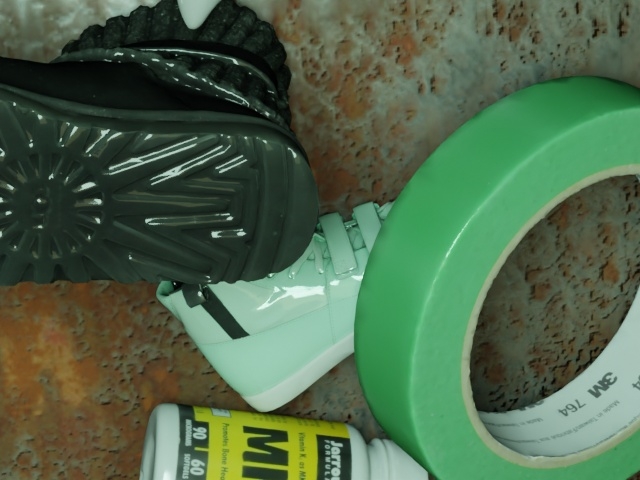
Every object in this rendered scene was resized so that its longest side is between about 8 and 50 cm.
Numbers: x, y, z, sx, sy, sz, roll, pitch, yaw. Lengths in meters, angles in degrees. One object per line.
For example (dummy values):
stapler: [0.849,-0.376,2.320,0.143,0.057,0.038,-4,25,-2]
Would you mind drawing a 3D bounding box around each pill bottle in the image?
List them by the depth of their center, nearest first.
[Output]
pill bottle: [-0.031,0.193,1.179,0.208,0.119,0.119,7,107,-12]

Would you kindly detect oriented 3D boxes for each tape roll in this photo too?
tape roll: [0.179,0.044,1.125,0.321,0.077,0.321,-15,119,-28]

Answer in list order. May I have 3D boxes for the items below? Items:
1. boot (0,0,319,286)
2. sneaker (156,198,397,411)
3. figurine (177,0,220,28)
boot: [-0.175,-0.081,0.992,0.347,0.260,0.131,9,117,-15]
sneaker: [0.000,0.001,1.130,0.256,0.094,0.151,-41,116,8]
figurine: [-0.032,-0.261,0.987,0.214,0.092,0.209,-30,125,-17]
